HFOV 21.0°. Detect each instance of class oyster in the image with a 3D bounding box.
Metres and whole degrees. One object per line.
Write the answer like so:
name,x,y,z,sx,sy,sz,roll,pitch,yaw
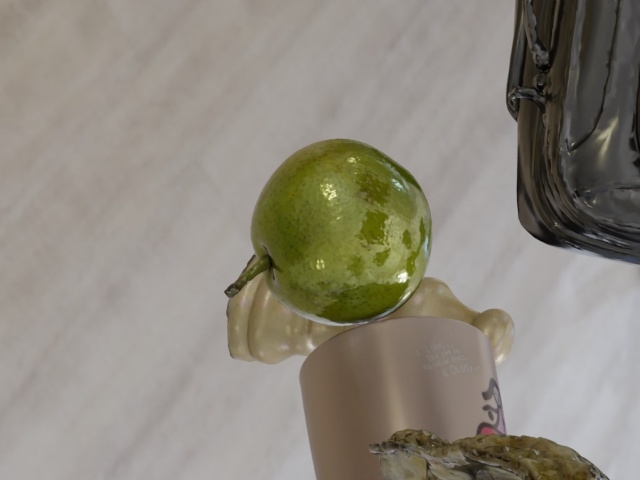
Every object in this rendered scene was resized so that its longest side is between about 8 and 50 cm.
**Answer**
oyster,0.156,0.201,1.259,0.079,0.345,0.128,-30,107,-28

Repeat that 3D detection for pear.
pear,0.000,0.000,1.649,0.216,0.166,0.180,-19,83,-13

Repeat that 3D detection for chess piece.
chess piece,0.061,0.092,1.891,0.139,0.307,0.124,-36,131,-53

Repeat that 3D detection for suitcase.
suitcase,0.304,-0.146,1.244,0.188,0.339,0.345,124,-26,-81

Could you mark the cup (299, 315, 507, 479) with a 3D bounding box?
cup,0.099,0.218,1.658,0.253,0.192,0.200,46,30,-53
